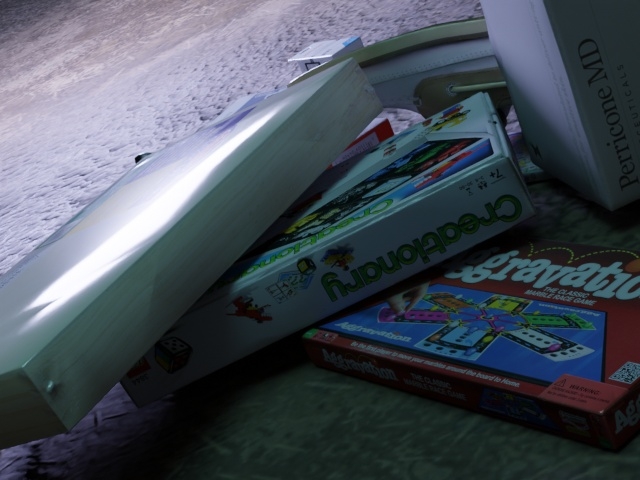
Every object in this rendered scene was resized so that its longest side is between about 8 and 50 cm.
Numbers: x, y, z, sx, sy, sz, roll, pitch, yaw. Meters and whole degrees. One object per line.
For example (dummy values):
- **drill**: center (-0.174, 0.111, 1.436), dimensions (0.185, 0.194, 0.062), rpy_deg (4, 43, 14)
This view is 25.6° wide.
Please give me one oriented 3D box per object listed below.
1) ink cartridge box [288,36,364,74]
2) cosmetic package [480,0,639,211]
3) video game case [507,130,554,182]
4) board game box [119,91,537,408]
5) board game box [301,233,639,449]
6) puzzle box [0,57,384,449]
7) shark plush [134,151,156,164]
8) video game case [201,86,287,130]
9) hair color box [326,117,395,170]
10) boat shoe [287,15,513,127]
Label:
- **ink cartridge box**: center (0.008, -0.207, 1.607), dimensions (0.048, 0.028, 0.083), rpy_deg (-37, 24, -31)
- **cosmetic package**: center (0.306, -0.191, 0.980), dimensions (0.366, 0.197, 0.155), rpy_deg (-26, 21, -6)
- **video game case**: center (0.171, -0.069, 1.109), dimensions (0.122, 0.011, 0.087), rpy_deg (-9, 26, 37)
- **board game box**: center (0.000, 0.000, 1.020), dimensions (0.305, 0.053, 0.193), rpy_deg (-26, 16, 11)
- **board game box**: center (0.121, 0.048, 0.856), dimensions (0.145, 0.027, 0.281), rpy_deg (-34, 22, -27)
- **puzzle box**: center (-0.150, 0.017, 1.033), dimensions (0.272, 0.052, 0.409), rpy_deg (-20, 19, 43)
- **shark plush**: center (-0.111, -0.067, 1.370), dimensions (0.161, 0.073, 0.067), rpy_deg (-25, -10, 11)
- **video game case**: center (-0.053, -0.120, 1.472), dimensions (0.201, 0.023, 0.183), rpy_deg (-8, 26, 37)
- **hair color box**: center (-0.013, -0.067, 1.254), dimensions (0.093, 0.053, 0.167), rpy_deg (-35, 24, -27)
- **boat shoe**: center (0.118, -0.127, 1.126), dimensions (0.302, 0.103, 0.113), rpy_deg (-14, 8, 24)
